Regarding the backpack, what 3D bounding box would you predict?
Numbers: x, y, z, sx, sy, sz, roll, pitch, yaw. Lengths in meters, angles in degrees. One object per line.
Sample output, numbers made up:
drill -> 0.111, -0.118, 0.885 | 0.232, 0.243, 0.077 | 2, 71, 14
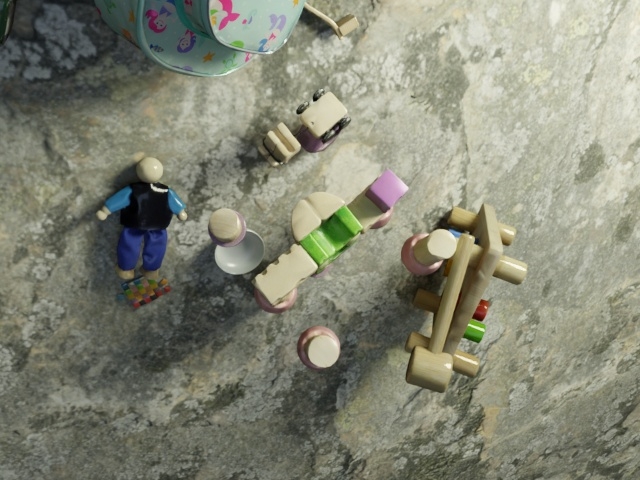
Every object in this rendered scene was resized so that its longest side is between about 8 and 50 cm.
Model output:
backpack -> -0.122, -0.311, 0.651 | 0.254, 0.191, 0.225 | -56, 159, 22

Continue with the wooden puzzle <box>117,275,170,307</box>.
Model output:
wooden puzzle -> -0.286, 0.080, 0.933 | 0.083, 0.006, 0.049 | -25, 125, -8

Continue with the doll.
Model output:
doll -> -0.264, -0.032, 0.853 | 0.129, 0.046, 0.189 | 4, 117, -26

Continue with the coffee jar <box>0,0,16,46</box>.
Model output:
coffee jar -> -0.423, -0.280, 0.609 | 0.184, 0.096, 0.079 | 13, 132, -29

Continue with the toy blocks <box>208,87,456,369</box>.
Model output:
toy blocks -> 0.000, 0.000, 0.907 | 0.288, 0.260, 0.309 | -40, 86, -8

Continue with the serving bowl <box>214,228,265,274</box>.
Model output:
serving bowl -> -0.134, 0.013, 0.945 | 0.083, 0.027, 0.084 | -10, 122, -17

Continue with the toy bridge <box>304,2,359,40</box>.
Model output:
toy bridge -> -0.012, -0.354, 0.785 | 0.063, 0.026, 0.188 | -33, 126, 1

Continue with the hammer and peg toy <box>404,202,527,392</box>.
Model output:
hammer and peg toy -> 0.242, 0.093, 0.960 | 0.127, 0.361, 0.266 | 21, 111, 5
